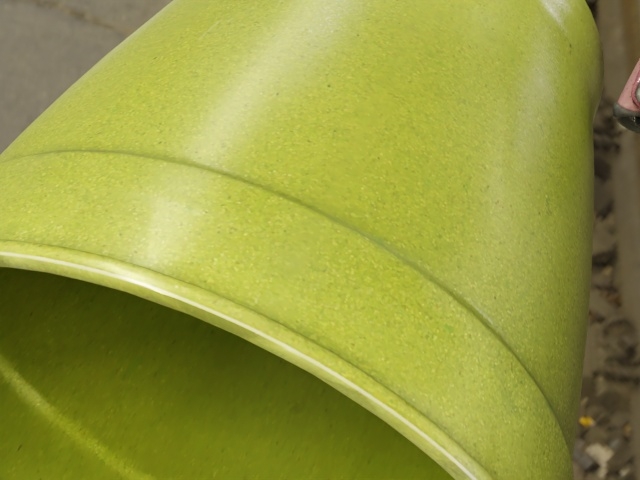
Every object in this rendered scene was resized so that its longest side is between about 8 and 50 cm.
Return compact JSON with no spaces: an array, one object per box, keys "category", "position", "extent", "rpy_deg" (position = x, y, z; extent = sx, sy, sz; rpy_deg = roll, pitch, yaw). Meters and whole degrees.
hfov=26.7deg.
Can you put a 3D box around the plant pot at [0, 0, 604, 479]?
[{"category":"plant pot","position":[0.000,0.000,0.742],"extent":[0.366,0.366,0.353],"rpy_deg":[27,56,0]}]

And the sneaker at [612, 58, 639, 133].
[{"category":"sneaker","position":[0.208,-0.151,0.788],"extent":[0.106,0.162,0.281],"rpy_deg":[27,20,-48]}]
